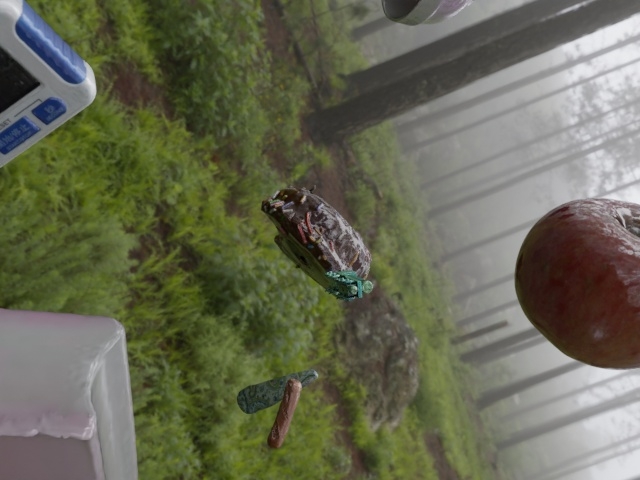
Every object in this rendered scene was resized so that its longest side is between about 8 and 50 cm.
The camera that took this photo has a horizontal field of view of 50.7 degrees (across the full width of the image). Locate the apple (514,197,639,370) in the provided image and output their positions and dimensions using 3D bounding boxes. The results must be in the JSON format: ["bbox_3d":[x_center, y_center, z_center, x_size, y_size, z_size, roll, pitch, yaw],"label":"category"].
[{"bbox_3d":[0.234,0.035,0.547,0.153,0.154,0.120,-107,-151,-52],"label":"apple"}]

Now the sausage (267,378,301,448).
[{"bbox_3d":[-0.074,0.354,1.363,0.042,0.036,0.157,-54,164,-77],"label":"sausage"}]

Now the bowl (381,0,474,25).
[{"bbox_3d":[0.251,-0.570,1.375,0.287,0.144,0.286,-169,-90,-70],"label":"bowl"}]

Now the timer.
[{"bbox_3d":[-0.435,-0.190,0.862,0.178,0.253,0.078,50,12,-46],"label":"timer"}]

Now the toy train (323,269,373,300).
[{"bbox_3d":[0.034,0.054,0.826,0.092,0.045,0.029,-166,-111,-72],"label":"toy train"}]

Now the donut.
[{"bbox_3d":[0.000,0.001,1.166,0.216,0.096,0.230,38,-16,31],"label":"donut"}]

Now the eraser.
[{"bbox_3d":[-0.294,0.216,0.562,0.122,0.272,0.359,-94,-172,-50],"label":"eraser"}]

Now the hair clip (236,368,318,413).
[{"bbox_3d":[-0.108,0.352,1.588,0.036,0.229,0.066,13,54,-63],"label":"hair clip"}]
